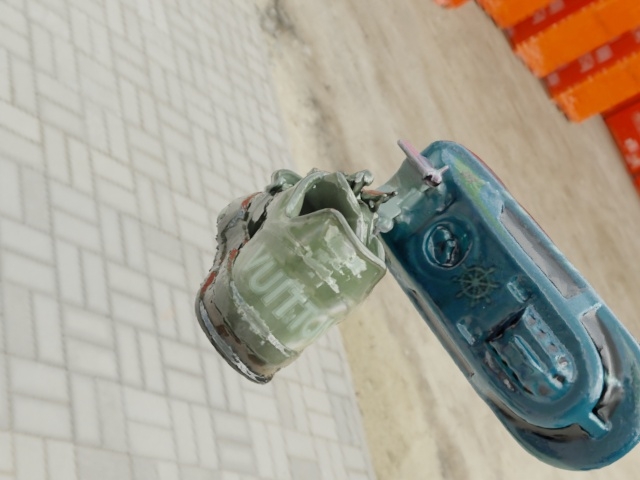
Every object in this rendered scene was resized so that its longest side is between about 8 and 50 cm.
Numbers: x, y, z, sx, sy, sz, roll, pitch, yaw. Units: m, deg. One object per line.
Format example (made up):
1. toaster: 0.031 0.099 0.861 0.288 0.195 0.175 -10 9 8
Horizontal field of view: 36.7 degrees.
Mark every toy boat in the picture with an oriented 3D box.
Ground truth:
1. toy boat: 0.140 0.054 0.778 0.299 0.134 0.092 53 20 20

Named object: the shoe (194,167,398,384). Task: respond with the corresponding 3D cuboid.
1. shoe: -0.001 -0.002 0.749 0.109 0.149 0.293 50 15 -13
